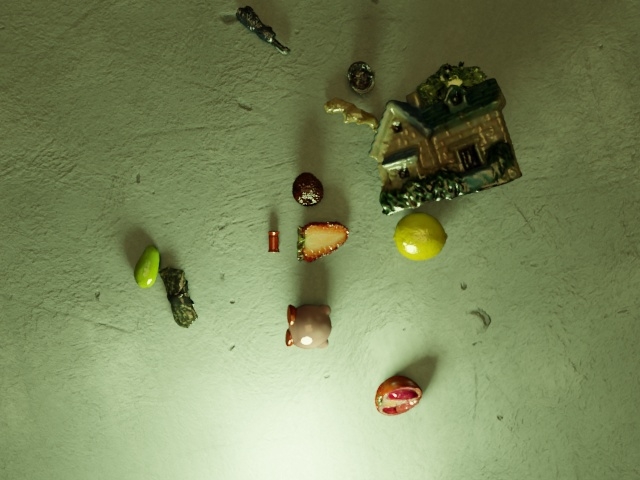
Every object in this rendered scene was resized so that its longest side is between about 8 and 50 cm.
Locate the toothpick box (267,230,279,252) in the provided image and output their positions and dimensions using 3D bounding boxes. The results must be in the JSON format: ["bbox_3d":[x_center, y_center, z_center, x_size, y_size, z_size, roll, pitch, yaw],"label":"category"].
[{"bbox_3d":[-0.179,0.004,1.821,0.047,0.047,0.084,0,90,-1],"label":"toothpick box"}]

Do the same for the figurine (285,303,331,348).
[{"bbox_3d":[-0.041,0.320,1.770,0.173,0.173,0.174,0,91,-1],"label":"figurine"}]

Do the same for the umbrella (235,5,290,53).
[{"bbox_3d":[-0.217,-0.792,1.795,0.248,0.071,0.071,44,90,0],"label":"umbrella"}]

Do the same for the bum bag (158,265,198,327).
[{"bbox_3d":[-0.538,0.214,1.810,0.102,0.069,0.248,-18,93,36],"label":"bum bag"}]

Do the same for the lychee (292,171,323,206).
[{"bbox_3d":[-0.048,-0.194,1.785,0.123,0.123,0.129,2,82,-1],"label":"lychee"}]

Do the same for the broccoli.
[{"bbox_3d":[0.484,-0.559,1.756,0.226,0.176,0.198,14,88,-16],"label":"broccoli"}]

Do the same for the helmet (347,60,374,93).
[{"bbox_3d":[0.153,-0.613,1.800,0.098,0.070,0.123,-21,98,6],"label":"helmet"}]

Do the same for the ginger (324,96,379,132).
[{"bbox_3d":[0.148,-0.465,1.803,0.287,0.075,0.089,28,68,4],"label":"ginger"}]

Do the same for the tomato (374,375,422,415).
[{"bbox_3d":[0.293,0.580,1.817,0.173,0.099,0.190,1,131,-15],"label":"tomato"}]

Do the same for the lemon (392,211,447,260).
[{"bbox_3d":[0.371,-0.016,1.761,0.202,0.178,0.179,-2,91,4],"label":"lemon"}]

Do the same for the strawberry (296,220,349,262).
[{"bbox_3d":[-0.004,-0.002,1.816,0.207,0.087,0.168,-2,113,-25],"label":"strawberry"}]

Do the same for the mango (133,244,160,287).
[{"bbox_3d":[-0.660,0.100,1.804,0.091,0.074,0.165,10,91,1],"label":"mango"}]

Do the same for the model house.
[{"bbox_3d":[0.396,-0.335,1.583,0.444,0.395,0.401,-15,92,29],"label":"model house"}]
